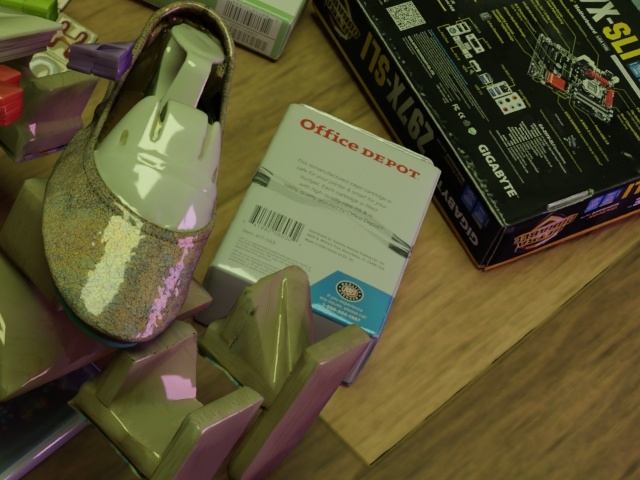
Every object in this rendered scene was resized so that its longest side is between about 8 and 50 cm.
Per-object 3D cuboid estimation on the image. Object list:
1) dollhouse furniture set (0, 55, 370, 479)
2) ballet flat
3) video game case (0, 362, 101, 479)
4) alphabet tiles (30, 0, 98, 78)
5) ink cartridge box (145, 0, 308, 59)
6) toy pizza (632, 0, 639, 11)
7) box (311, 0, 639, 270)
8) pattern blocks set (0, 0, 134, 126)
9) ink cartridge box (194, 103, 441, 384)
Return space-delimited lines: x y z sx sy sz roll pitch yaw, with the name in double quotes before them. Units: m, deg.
"dollhouse furniture set" -0.246 0.080 1.016 0.362 0.256 0.394 44 33 15
"ballet flat" -0.108 -0.065 0.990 0.107 0.106 0.316 26 32 -19
"video game case" -0.270 0.107 1.095 0.173 0.022 0.190 42 52 14
"alphabet tiles" -0.317 -0.190 1.280 0.237 0.009 0.198 32 66 4
"ink cartridge box" -0.074 -0.291 1.442 0.171 0.056 0.235 24 47 0
"toy pizza" 0.236 -0.276 1.545 0.201 0.032 0.201 7 55 -10
"box" 0.178 -0.154 1.386 0.257 0.079 0.322 -19 65 -25
"pattern blocks set" -0.279 -0.140 1.004 0.325 0.026 0.285 12 22 20
"ink cartridge box" 0.000 0.000 1.227 0.139 0.082 0.191 24 49 0
